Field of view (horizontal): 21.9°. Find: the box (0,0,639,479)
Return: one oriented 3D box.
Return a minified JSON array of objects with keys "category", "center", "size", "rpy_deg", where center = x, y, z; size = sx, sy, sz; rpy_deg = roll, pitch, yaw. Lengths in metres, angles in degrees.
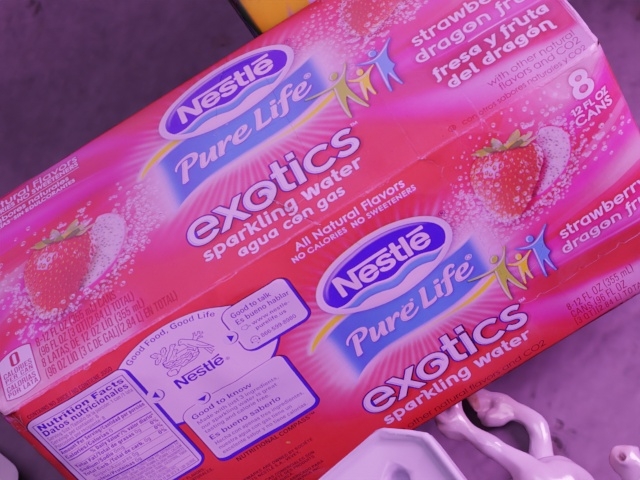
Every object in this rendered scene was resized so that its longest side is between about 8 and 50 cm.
[{"category":"box","center":[0.000,0.000,0.665],"size":[0.257,0.128,0.122],"rpy_deg":[-32,42,4]}]

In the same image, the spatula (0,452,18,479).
[{"category":"spatula","center":[-0.182,0.206,0.681],"size":[0.168,0.019,0.242],"rpy_deg":[25,77,48]}]

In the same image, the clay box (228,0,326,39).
[{"category":"clay box","center":[0.011,-0.138,0.676],"size":[0.127,0.222,0.053],"rpy_deg":[-38,63,1]}]

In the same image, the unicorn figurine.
[{"category":"unicorn figurine","center":[0.076,0.109,0.666],"size":[0.162,0.060,0.111],"rpy_deg":[-49,65,13]}]

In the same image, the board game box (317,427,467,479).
[{"category":"board game box","center":[0.005,0.333,0.577],"size":[0.390,0.050,0.390],"rpy_deg":[-42,65,8]}]
